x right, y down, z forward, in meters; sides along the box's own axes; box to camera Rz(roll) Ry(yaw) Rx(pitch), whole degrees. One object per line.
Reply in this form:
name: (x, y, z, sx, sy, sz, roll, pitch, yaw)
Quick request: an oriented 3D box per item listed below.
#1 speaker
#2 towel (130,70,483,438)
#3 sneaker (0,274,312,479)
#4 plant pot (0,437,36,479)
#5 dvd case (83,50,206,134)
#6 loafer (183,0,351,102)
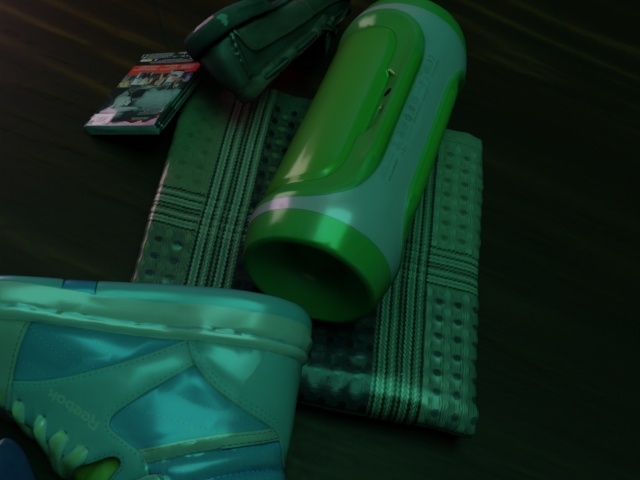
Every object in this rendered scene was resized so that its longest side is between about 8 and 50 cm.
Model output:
speaker: (0.039, -0.080, 0.695, 0.131, 0.131, 0.296, 23, 56, 0)
towel: (0.000, 0.000, 0.745, 0.312, 0.056, 0.324, 13, 56, -4)
sneaker: (-0.168, 0.137, 0.552, 0.319, 0.127, 0.208, 1, 73, 2)
plant pot: (-0.284, 0.184, 0.423, 0.212, 0.236, 0.236, 30, 53, -2)
dvd case: (-0.163, -0.144, 0.783, 0.087, 0.013, 0.119, 4, 46, 27)
loafer: (-0.036, -0.201, 0.826, 0.084, 0.096, 0.267, 56, 36, -4)
